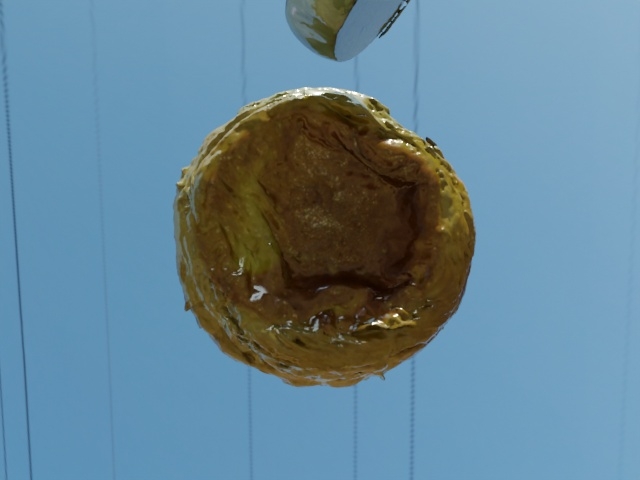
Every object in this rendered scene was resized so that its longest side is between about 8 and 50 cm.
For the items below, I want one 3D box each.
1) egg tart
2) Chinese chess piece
[{"bbox_3d":[0.000,0.000,1.173,0.351,0.150,0.352,0,-107,0],"label":"egg tart"},{"bbox_3d":[0.042,-0.282,1.105,0.083,0.188,0.188,38,-95,10],"label":"Chinese chess piece"}]
